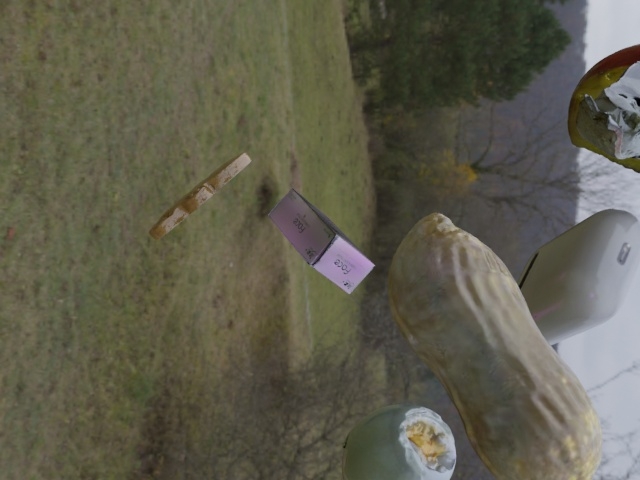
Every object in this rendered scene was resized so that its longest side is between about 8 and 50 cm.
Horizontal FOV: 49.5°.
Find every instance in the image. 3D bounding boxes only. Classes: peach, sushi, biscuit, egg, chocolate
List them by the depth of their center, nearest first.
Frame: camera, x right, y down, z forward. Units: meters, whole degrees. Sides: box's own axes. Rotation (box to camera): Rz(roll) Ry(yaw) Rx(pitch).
[{"bbox_3d":[0.164,0.113,0.701,0.309,0.134,0.134,64,2,22],"label":"chocolate"},{"bbox_3d":[0.464,-0.165,1.037,0.273,0.134,0.109,-30,149,-41],"label":"sushi"},{"bbox_3d":[0.130,0.398,1.258,0.217,0.183,0.183,-44,-159,43],"label":"egg"},{"bbox_3d":[0.755,-0.288,1.482,0.242,0.380,0.306,-34,135,-23],"label":"peach"},{"bbox_3d":[-0.336,-0.131,1.946,0.355,0.052,0.275,-43,-170,-13],"label":"biscuit"}]

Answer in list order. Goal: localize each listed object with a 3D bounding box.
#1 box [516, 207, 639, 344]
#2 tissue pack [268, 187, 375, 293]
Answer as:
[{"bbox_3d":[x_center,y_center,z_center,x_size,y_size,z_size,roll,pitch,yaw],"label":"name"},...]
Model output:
[{"bbox_3d":[0.552,0.090,1.531,0.289,0.141,0.349,-56,-178,-28],"label":"box"},{"bbox_3d":[0.000,0.000,1.565,0.148,0.092,0.246,37,6,-37],"label":"tissue pack"}]
